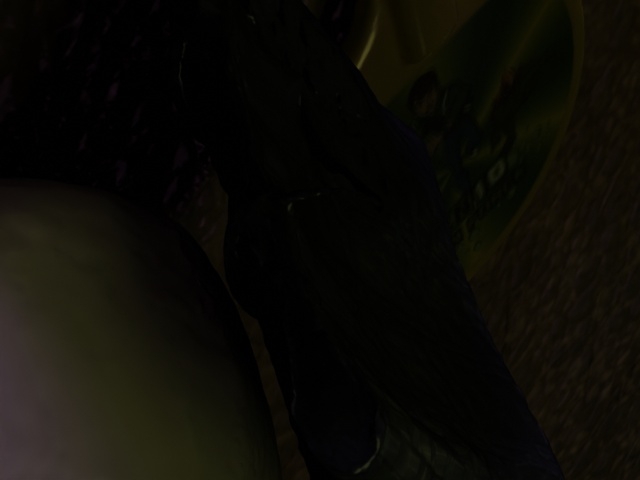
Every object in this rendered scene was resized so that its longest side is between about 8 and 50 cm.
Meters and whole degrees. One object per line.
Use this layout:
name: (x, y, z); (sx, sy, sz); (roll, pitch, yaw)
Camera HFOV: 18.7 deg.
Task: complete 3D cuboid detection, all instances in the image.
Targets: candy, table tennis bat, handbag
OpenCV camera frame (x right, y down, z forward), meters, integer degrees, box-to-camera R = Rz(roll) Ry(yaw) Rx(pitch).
candy: (-0.113, 0.119, 0.656); (0.295, 0.185, 0.296); (-28, 133, -35)
table tennis bat: (0.041, -0.079, 0.846); (0.198, 0.050, 0.321); (-44, 148, -20)
handbag: (0.000, 0.000, 0.675); (0.088, 0.270, 0.175); (-24, 142, 5)
